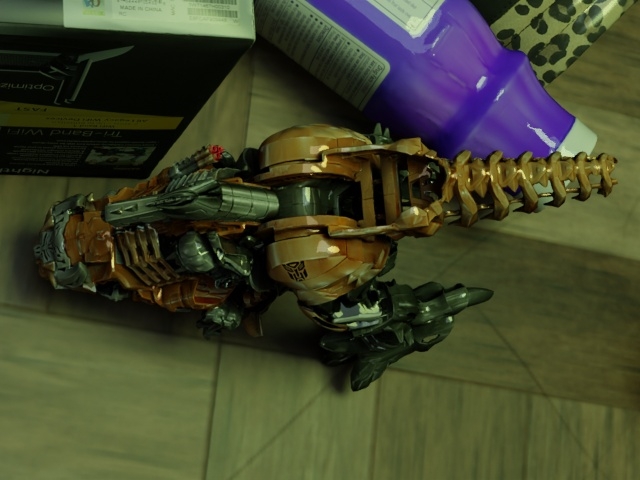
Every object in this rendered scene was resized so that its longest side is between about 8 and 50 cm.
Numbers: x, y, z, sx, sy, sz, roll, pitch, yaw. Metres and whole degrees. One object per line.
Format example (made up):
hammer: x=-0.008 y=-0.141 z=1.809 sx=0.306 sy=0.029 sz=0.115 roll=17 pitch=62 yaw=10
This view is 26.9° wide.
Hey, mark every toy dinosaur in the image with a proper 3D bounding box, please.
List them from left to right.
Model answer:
toy dinosaur: x=0.000 y=0.000 z=0.770 sx=0.322 sy=0.218 sz=0.164 roll=13 pitch=85 yaw=27

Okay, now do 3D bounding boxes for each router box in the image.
router box: x=-0.215 y=-0.106 z=0.714 sx=0.309 sy=0.243 sz=0.081 roll=1 pitch=76 yaw=-21

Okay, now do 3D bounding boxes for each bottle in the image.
bottle: x=0.050 y=-0.128 z=0.871 sx=0.283 sy=0.118 sz=0.092 roll=37 pitch=78 yaw=-1

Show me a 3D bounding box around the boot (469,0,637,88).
boot: x=0.160 y=-0.306 z=0.960 sx=0.284 sy=0.138 sz=0.377 roll=46 pitch=70 yaw=-3
